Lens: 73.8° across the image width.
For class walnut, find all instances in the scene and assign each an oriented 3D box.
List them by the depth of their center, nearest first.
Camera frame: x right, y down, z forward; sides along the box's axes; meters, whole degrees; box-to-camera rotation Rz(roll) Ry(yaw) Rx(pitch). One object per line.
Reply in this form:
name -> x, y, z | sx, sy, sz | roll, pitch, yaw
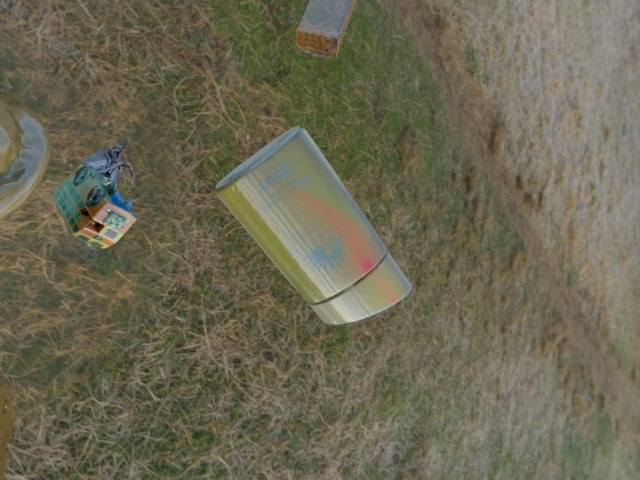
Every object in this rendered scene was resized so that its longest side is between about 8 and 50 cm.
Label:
walnut -> -0.765, -0.151, 0.834 | 0.384, 0.384, 0.383 | -2, 93, -45

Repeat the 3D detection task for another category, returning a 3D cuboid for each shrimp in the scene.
shrimp -> -0.728, -0.270, 1.493 | 0.145, 0.116, 0.343 | 16, 38, -8

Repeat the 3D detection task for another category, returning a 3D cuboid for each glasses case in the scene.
glasses case -> 0.023, -0.425, 0.760 | 0.049, 0.075, 0.218 | 90, 15, -67

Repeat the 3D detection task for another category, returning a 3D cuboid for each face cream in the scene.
face cream -> 0.000, 0.000, 0.581 | 0.139, 0.067, 0.285 | -35, 113, 7

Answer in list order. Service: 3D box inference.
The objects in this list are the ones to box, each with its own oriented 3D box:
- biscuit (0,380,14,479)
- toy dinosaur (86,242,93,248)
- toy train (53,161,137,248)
biscuit -> -0.665, 0.420, 0.821 | 0.051, 0.376, 0.269 | 9, 48, -19
toy dinosaur -> -0.826, -0.001, 1.518 | 0.021, 0.083, 0.062 | -41, 107, -9
toy train -> -0.413, -0.067, 0.777 | 0.099, 0.188, 0.072 | -52, 144, 1
